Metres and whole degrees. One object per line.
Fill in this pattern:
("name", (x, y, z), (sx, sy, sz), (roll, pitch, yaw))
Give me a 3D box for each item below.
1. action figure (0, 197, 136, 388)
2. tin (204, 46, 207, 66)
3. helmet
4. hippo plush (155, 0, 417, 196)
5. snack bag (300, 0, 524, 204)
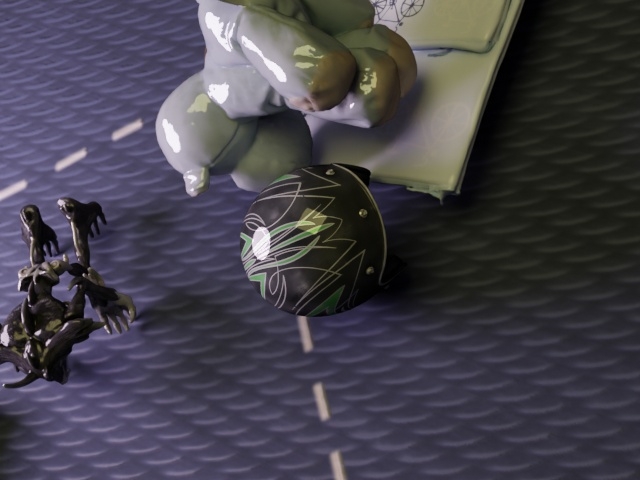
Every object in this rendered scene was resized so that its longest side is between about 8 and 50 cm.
("action figure", (-0.293, 0.079, 1.740), (0.164, 0.141, 0.276), (-20, 43, 18))
("tin", (-0.085, -0.199, 1.788), (0.106, 0.040, 0.190), (-45, 43, 30))
("helmet", (0.000, 0.000, 1.570), (0.169, 0.161, 0.169), (1, 93, 24))
("hippo plush", (-0.066, -0.142, 1.587), (0.236, 0.294, 0.234), (-59, 34, 26))
("snack bag", (0.072, -0.215, 1.694), (0.323, 0.037, 0.342), (9, 75, 44))
